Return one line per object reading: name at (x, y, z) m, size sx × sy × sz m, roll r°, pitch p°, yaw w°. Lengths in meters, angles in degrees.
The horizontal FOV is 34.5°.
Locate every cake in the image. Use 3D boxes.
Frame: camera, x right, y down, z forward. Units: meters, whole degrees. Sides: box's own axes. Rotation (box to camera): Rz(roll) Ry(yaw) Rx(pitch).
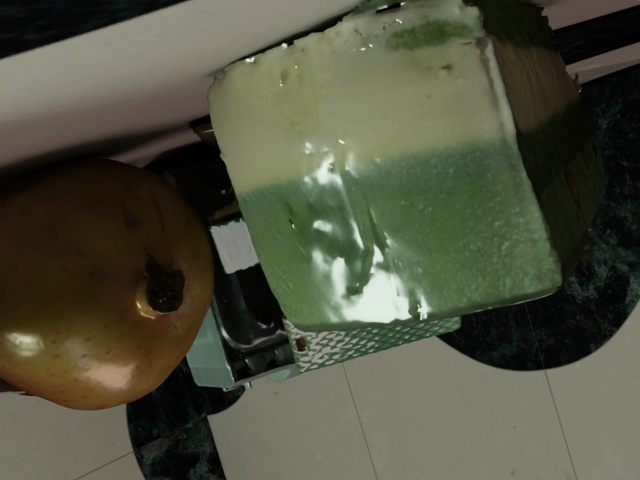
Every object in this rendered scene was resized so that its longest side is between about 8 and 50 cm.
cake at (0.065, -0.055, 0.617) m, size 0.172 × 0.158 × 0.283 m, roll -15°, pitch -174°, yaw 24°

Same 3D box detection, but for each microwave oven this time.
microwave oven at (0.000, 0.000, 1.017) m, size 0.295 × 0.238 × 0.181 m, roll -17°, pitch 180°, yaw -20°

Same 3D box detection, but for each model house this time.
model house at (0.008, -0.010, 0.782) m, size 0.178 × 0.207 × 0.271 m, roll -17°, pitch -178°, yaw -5°

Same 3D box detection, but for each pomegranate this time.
pomegranate at (-0.170, 0.027, 0.755) m, size 0.191 × 0.191 × 0.191 m, roll -17°, pitch -178°, yaw 1°

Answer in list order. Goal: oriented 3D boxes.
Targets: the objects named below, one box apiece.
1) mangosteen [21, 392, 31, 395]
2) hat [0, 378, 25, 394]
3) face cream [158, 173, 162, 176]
mangosteen at (-0.387, 0.070, 1.333) m, size 0.261 × 0.236 × 0.235 m, roll 28°, pitch 164°, yaw -19°
hat at (-0.324, 0.092, 0.876) m, size 0.275 × 0.161 × 0.232 m, roll 7°, pitch -176°, yaw 42°
face cream at (-0.134, -0.055, 1.183) m, size 0.137 × 0.084 × 0.341 m, roll -11°, pitch -167°, yaw 39°
